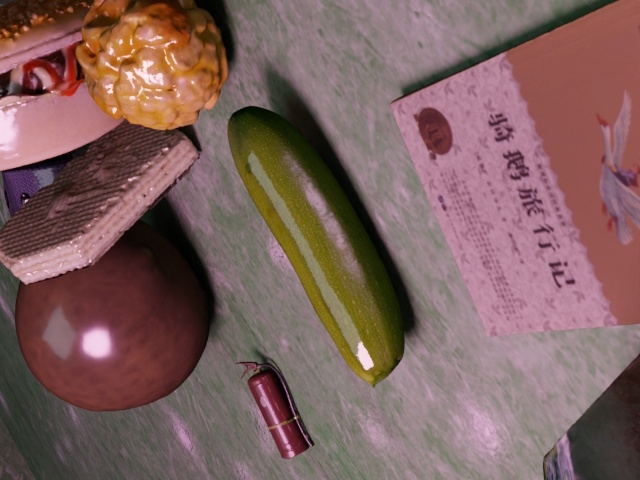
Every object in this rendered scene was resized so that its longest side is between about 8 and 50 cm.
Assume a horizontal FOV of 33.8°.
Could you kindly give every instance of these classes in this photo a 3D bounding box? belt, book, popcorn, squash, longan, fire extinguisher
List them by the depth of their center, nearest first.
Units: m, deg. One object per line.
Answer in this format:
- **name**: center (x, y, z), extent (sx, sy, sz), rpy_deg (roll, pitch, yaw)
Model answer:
- **book**: center (0.177, -0.039, 0.752), extent (0.310, 0.021, 0.216), rpy_deg (-15, 99, 61)
- **squash**: center (0.001, -0.002, 1.003), extent (0.292, 0.082, 0.082), rpy_deg (60, 151, 5)
- **popcorn**: center (-0.172, -0.202, 1.069), extent (0.180, 0.170, 0.180), rpy_deg (-25, 52, 36)
- **fire extinguisher**: center (-0.057, 0.204, 1.299), extent (0.056, 0.039, 0.132), rpy_deg (-25, 90, 28)
- **longan**: center (-0.264, 0.092, 1.342), extent (0.258, 0.258, 0.258), rpy_deg (38, 141, 39)
- **belt**: center (-0.376, -0.083, 1.506), extent (0.230, 0.140, 0.126), rpy_deg (7, 112, 58)

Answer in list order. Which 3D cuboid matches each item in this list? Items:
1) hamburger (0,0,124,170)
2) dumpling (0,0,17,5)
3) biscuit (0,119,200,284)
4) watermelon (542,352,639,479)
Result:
- **hamburger**: center (-0.362, -0.193, 1.243), extent (0.302, 0.302, 0.170), rpy_deg (16, 127, 54)
- **dumpling**: center (-0.388, -0.378, 1.270), extent (0.293, 0.163, 0.204), rpy_deg (-38, 75, 48)
- **biscuit**: center (-0.272, -0.050, 1.243), extent (0.150, 0.252, 0.052), rpy_deg (33, 165, 47)
- **watermelon**: center (0.239, 0.164, 0.634), extent (0.193, 0.310, 0.231), rpy_deg (44, 111, 16)
